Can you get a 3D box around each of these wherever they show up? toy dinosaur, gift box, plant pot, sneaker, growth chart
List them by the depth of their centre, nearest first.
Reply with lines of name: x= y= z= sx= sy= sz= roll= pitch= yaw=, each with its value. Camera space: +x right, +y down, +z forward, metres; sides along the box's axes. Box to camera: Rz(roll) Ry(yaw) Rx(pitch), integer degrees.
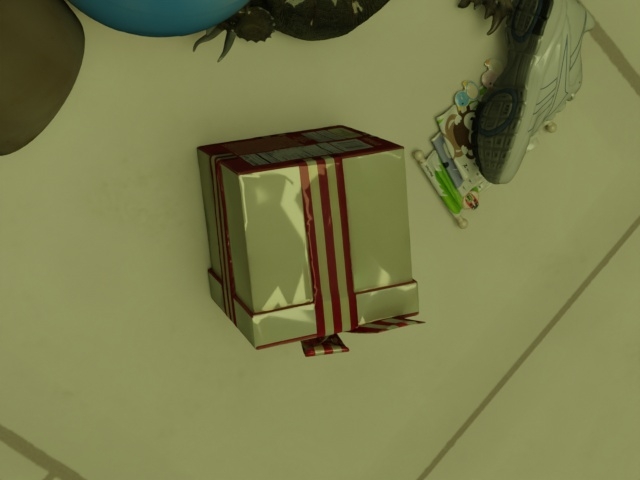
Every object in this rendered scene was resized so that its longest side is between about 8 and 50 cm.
plant pot: x=-0.419 y=-0.233 z=1.092 sx=0.280 sy=0.323 sz=0.323 roll=33 pitch=91 yaw=-42
toy dinosaur: x=-0.019 y=-0.324 z=1.330 sx=0.313 sy=0.121 sz=0.160 roll=-3 pitch=119 yaw=-26
gift box: x=0.000 y=0.000 z=1.339 sx=0.276 sy=0.255 sz=0.258 roll=-8 pitch=106 yaw=-13
sneaker: x=0.313 y=-0.216 z=1.466 sx=0.129 sy=0.111 sz=0.297 roll=16 pitch=99 yaw=-30
growth chart: x=0.245 y=-0.156 z=1.522 sx=0.237 sy=0.021 sz=0.172 roll=-45 pitch=115 yaw=-5

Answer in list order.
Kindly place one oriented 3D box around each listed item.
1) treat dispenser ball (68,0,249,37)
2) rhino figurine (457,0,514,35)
treat dispenser ball: x=-0.179 y=-0.369 z=1.117 sx=0.288 sy=0.288 sz=0.288 roll=-6 pitch=108 yaw=-20
rhino figurine: x=0.235 y=-0.407 z=1.414 sx=0.106 sy=0.073 sz=0.243 roll=-9 pitch=110 yaw=-24
